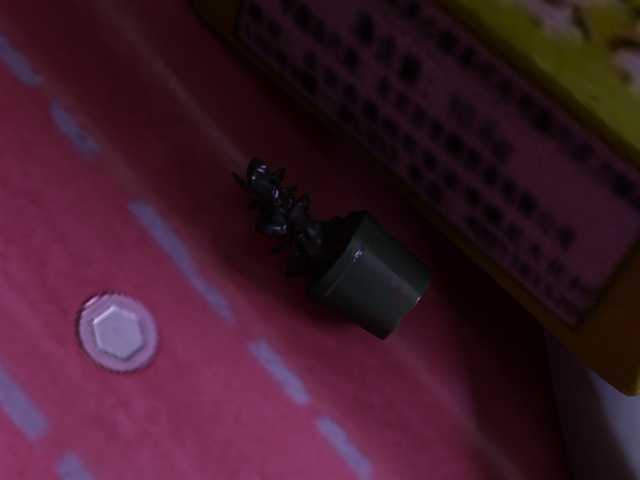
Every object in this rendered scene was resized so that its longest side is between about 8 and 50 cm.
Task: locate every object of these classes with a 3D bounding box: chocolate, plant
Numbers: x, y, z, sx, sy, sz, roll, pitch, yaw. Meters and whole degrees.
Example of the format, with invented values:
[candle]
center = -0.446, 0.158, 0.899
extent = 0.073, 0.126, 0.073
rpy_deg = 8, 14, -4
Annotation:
[chocolate]
center = 0.139, -0.135, 0.682
extent = 0.301, 0.137, 0.289
rpy_deg = 42, 66, 16
[plant]
center = 0.000, 0.000, 0.658
extent = 0.102, 0.051, 0.051
rpy_deg = 37, 53, -1

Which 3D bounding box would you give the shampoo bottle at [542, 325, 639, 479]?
[shampoo bottle]
center = 0.172, -0.022, 0.746
extent = 0.134, 0.078, 0.360
rpy_deg = 9, 61, -14
